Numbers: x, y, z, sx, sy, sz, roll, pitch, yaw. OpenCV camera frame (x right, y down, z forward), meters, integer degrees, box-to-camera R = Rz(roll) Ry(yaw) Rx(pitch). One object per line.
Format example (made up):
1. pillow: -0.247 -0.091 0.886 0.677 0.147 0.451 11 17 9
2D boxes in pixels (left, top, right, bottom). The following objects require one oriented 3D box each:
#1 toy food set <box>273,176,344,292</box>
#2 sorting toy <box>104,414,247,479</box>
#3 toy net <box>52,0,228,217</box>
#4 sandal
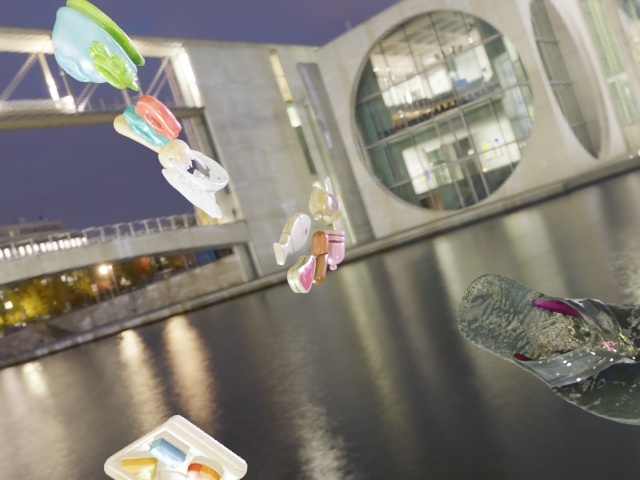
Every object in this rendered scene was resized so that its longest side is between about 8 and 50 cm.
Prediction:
1. toy food set: 0.000 0.000 0.542 0.019 0.077 0.122 1 35 22
2. sorting toy: -0.073 0.137 0.370 0.062 0.083 0.012 -37 24 21
3. toy net: -0.127 -0.095 0.549 0.122 0.232 0.045 23 70 37
4. sandal: 0.349 0.148 0.977 0.107 0.167 0.446 22 -5 -31
